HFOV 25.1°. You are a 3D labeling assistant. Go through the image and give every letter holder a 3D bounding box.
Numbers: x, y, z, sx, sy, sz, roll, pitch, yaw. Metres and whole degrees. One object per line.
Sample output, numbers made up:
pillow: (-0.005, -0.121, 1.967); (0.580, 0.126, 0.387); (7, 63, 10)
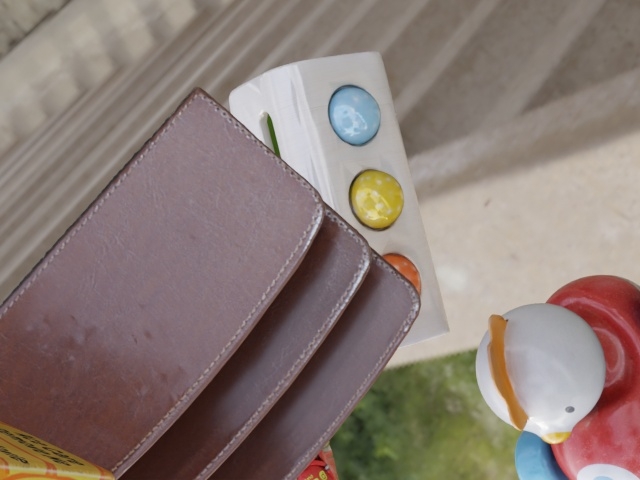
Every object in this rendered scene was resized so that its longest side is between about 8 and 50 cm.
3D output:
letter holder: (-0.095, 0.087, 0.973); (0.214, 0.302, 0.152); (42, 179, 6)

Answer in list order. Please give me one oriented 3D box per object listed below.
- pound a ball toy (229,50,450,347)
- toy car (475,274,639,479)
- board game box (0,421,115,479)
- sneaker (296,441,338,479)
pound a ball toy: (0.000, 0.000, 1.313); (0.136, 0.208, 0.319); (-17, 86, 55)
toy car: (0.217, 0.134, 1.275); (0.219, 0.238, 0.210); (-21, 75, 41)
board game box: (-0.375, 0.200, 0.601); (0.356, 0.356, 0.356); (16, 178, 33)
sneaker: (-0.023, 0.214, 1.461); (0.118, 0.107, 0.279); (45, 156, 55)
